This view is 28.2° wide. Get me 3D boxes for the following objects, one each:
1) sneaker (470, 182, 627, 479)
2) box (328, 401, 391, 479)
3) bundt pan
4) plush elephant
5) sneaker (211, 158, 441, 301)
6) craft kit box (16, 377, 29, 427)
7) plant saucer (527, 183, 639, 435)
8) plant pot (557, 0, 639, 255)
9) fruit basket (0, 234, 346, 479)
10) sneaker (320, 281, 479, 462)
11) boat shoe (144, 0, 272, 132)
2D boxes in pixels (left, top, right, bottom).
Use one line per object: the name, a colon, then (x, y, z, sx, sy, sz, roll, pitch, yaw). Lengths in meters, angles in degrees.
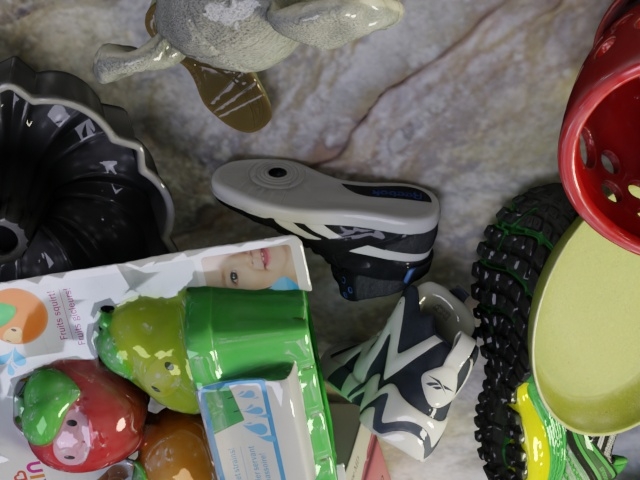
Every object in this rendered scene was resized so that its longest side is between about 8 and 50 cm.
sneaker: (0.228, 0.096, 1.203, 0.146, 0.134, 0.343, -13, 123, -15)
box: (0.005, 0.310, 1.410, 0.127, 0.148, 0.232, -3, 127, 20)
bundt pan: (-0.301, -0.032, 1.212, 0.331, 0.124, 0.331, -4, 125, -6)
plush elephant: (-0.062, -0.236, 0.922, 0.272, 0.255, 0.330, -14, 122, 27)
sneaker: (0.000, 0.000, 1.208, 0.217, 0.079, 0.121, 11, 129, 8)
craft kit box: (-0.358, 0.250, 1.418, 0.247, 0.250, 0.061, -5, 124, 23)
plant saucer: (0.263, 0.052, 1.102, 0.037, 0.241, 0.241, 31, 149, 52)
plant pot: (0.284, -0.103, 0.968, 0.191, 0.174, 0.191, 9, 129, 11)
fruit basket: (-0.163, 0.166, 1.179, 0.353, 0.165, 0.327, -12, 118, -5)
sneaker: (0.085, 0.103, 1.229, 0.094, 0.235, 0.153, 34, 92, -12)
boat shoe: (-0.097, -0.162, 1.141, 0.056, 0.048, 0.153, -34, 119, 23)
